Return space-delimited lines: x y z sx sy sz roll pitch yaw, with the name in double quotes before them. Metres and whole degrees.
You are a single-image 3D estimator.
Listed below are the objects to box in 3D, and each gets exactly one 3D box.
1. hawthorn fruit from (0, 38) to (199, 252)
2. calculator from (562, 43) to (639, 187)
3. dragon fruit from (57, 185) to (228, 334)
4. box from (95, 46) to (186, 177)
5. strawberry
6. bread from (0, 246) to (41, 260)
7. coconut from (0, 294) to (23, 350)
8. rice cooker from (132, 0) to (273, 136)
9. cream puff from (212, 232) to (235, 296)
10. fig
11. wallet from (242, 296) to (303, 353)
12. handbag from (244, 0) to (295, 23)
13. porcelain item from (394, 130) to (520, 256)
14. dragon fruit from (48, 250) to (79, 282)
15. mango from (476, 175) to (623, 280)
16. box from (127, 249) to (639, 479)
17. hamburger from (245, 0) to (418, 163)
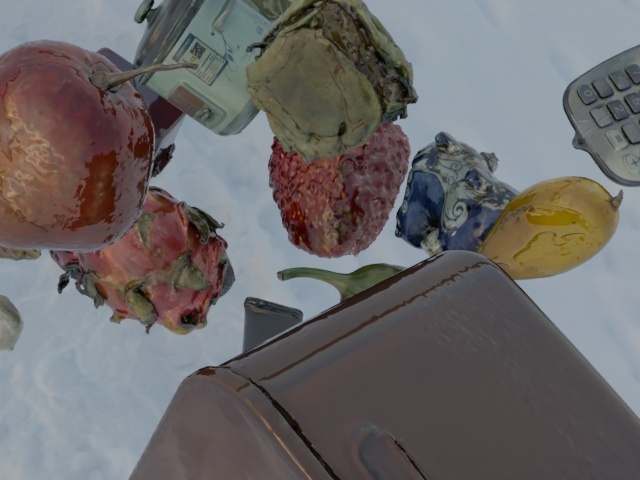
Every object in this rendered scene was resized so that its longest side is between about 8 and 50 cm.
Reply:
"hawthorn fruit" -0.191 -0.087 0.576 0.162 0.203 0.163 25 38 -21
"calculator" 0.417 -0.159 0.898 0.268 0.040 0.177 -20 67 -7
"dragon fruit" -0.303 0.052 1.418 0.291 0.250 0.269 51 62 -29
"box" -0.461 -0.293 1.765 0.294 0.167 0.193 35 45 -7
"strawberry" 0.041 -0.127 1.405 0.292 0.343 0.292 -2 116 -4
"bread" -0.761 -0.095 1.635 0.277 0.324 0.167 69 31 -49
"coconut" -0.685 0.182 1.609 0.110 0.110 0.124 -40 106 -34
"rice cooker" -0.218 -0.361 1.461 0.316 0.316 0.264 38 62 -28
"cream puff" -0.330 0.054 1.975 0.164 0.239 0.239 -33 105 -13
"fig" 0.050 0.085 1.172 0.245 0.149 0.149 25 67 -6
"wallet" -0.119 0.236 1.847 0.149 0.250 0.044 14 42 5
"handbag" -0.162 -0.539 1.788 0.253 0.316 0.109 45 40 -5
"porcelain item" 0.198 -0.035 1.106 0.138 0.288 0.186 21 113 -28
"dragon fruit" -0.519 0.021 1.777 0.272 0.218 0.198 40 21 19
"mango" 0.236 -0.009 0.800 0.101 0.187 0.066 38 46 -10
"box" 0.031 0.197 0.525 0.229 0.339 0.239 -26 69 -39
"hamburger" 0.012 -0.204 0.923 0.183 0.206 0.130 48 48 -16
